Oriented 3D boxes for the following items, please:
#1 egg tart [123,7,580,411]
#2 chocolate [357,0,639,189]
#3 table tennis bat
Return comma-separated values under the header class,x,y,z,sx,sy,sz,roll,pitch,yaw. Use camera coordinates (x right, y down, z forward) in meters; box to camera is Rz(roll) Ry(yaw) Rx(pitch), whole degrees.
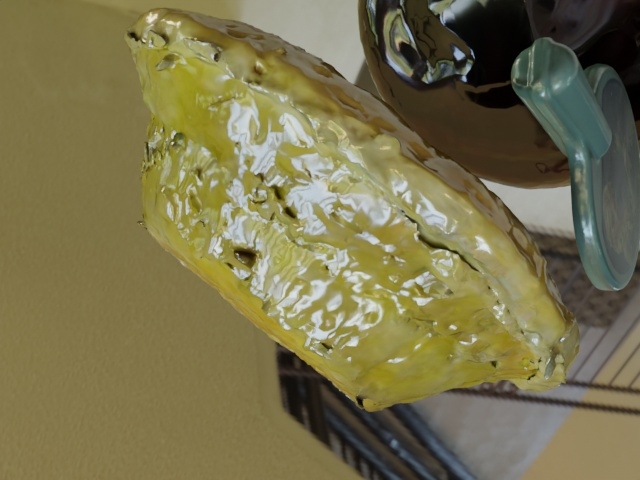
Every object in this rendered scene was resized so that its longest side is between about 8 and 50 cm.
class,x,y,z,sx,sy,sz,roll,pitch,yaw
egg tart,-0.001,-0.001,0.627,0.341,0.132,0.341,38,175,4
chocolate,0.189,-0.204,0.932,0.383,0.384,0.331,38,-148,18
table tennis bat,0.173,-0.057,0.652,0.038,0.237,0.149,-1,-112,30
